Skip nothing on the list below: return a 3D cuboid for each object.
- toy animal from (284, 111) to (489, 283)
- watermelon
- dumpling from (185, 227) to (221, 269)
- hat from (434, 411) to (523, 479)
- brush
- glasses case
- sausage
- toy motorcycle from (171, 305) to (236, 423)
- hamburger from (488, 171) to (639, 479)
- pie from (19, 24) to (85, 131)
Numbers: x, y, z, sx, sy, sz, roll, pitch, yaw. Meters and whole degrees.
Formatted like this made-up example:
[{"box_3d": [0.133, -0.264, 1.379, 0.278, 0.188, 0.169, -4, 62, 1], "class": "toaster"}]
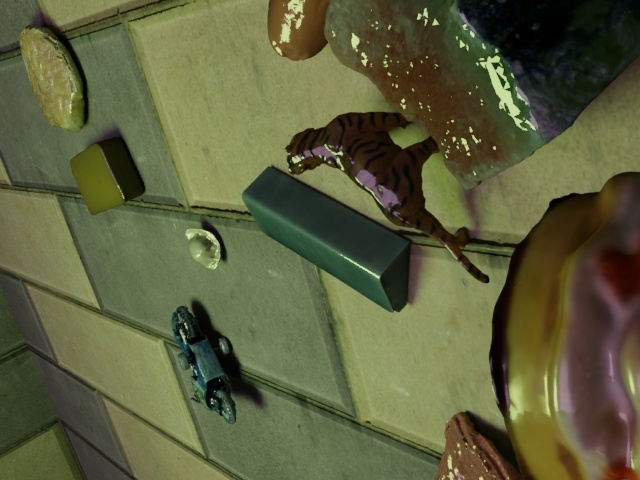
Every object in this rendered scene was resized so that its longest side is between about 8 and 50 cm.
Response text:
[{"box_3d": [0.085, -0.053, 0.773, 0.255, 0.116, 0.114, 46, 145, 21], "class": "toy animal"}, {"box_3d": [0.120, -0.180, 0.602, 0.264, 0.151, 0.302, 51, 145, 14], "class": "watermelon"}, {"box_3d": [-0.195, 0.010, 1.263, 0.059, 0.043, 0.077, -43, 61, 39], "class": "dumpling"}, {"box_3d": [0.228, 0.367, 0.889, 0.286, 0.107, 0.237, -128, 25, -59], "class": "hat"}, {"box_3d": [-0.421, -0.123, 1.451, 0.197, 0.059, 0.123, -10, 102, 55], "class": "brush"}, {"box_3d": [0.000, 0.000, 0.980, 0.266, 0.056, 0.105, 31, 135, 38], "class": "glasses case"}, {"box_3d": [0.013, -0.293, 0.722, 0.086, 0.086, 0.289, 51, 146, 16], "class": "sausage"}, {"box_3d": [-0.225, 0.242, 1.431, 0.254, 0.092, 0.135, 62, 157, 15], "class": "toy motorcycle"}, {"box_3d": [0.278, 0.080, 0.493, 0.237, 0.276, 0.276, -6, 109, 46], "class": "hamburger"}, {"box_3d": [-0.519, -0.315, 1.450, 0.185, 0.052, 0.218, 9, 118, 52], "class": "pie"}]
